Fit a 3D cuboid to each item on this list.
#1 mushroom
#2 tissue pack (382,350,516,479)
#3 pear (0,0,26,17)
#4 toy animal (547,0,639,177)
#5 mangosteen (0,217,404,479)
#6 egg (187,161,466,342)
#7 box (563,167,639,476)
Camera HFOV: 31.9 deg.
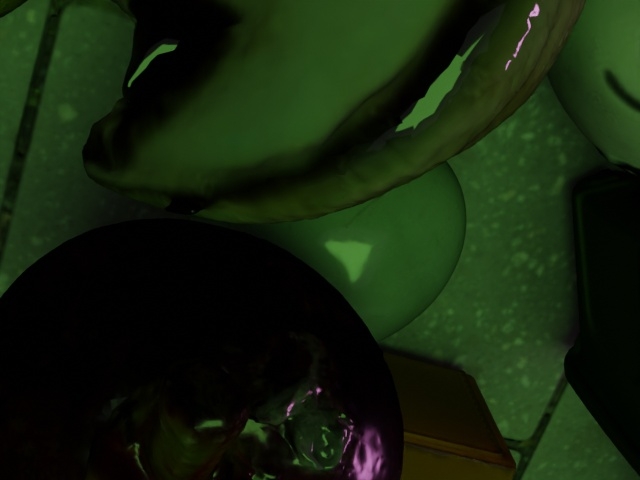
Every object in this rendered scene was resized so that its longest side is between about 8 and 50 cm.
[{"bbox_3d":[0.003,-0.103,0.609,0.292,0.212,0.217,9,84,25],"label":"mushroom"},{"bbox_3d":[-0.034,0.169,0.805,0.275,0.145,0.194,17,111,-14],"label":"tissue pack"},{"bbox_3d":[-0.194,-0.187,0.633,0.107,0.107,0.131,25,125,-18],"label":"pear"},{"bbox_3d":[0.259,-0.154,0.651,0.267,0.212,0.212,-22,117,-4],"label":"toy animal"},{"bbox_3d":[-0.069,0.100,0.551,0.236,0.261,0.235,1,81,-9],"label":"mangosteen"},{"bbox_3d":[0.000,0.000,0.722,0.192,0.149,0.149,-20,117,9],"label":"egg"},{"bbox_3d":[0.330,0.025,0.730,0.329,0.253,0.177,-15,108,-1],"label":"box"}]
